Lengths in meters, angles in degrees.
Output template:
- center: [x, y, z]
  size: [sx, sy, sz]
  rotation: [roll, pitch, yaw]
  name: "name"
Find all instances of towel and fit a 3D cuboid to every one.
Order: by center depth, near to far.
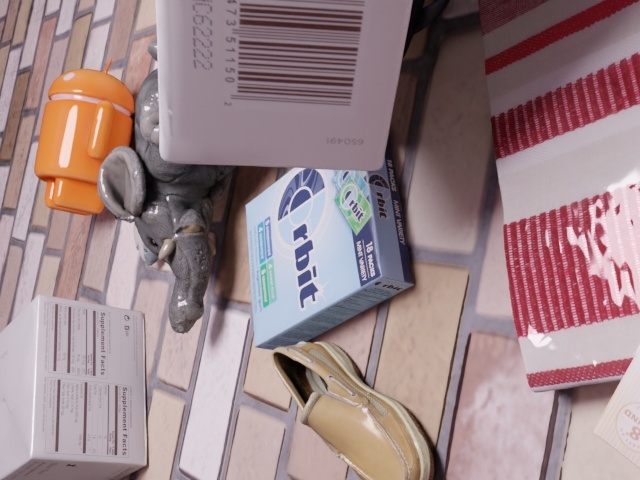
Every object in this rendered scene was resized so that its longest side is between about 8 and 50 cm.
- center: [0.213, -0.082, 0.535]
  size: [0.237, 0.037, 0.329]
  rotation: [-21, 64, 46]
  name: "towel"

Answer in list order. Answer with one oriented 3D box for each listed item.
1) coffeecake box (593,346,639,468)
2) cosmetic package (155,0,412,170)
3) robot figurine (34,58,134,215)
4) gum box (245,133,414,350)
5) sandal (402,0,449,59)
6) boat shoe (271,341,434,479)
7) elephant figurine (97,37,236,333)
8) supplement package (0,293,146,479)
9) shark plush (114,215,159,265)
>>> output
- center: [0.238, 0.055, 0.391]
  size: [0.142, 0.068, 0.186]
  rotation: [38, 117, 39]
  name: "coffeecake box"
- center: [-0.034, -0.285, 0.667]
  size: [0.453, 0.161, 0.230]
  rotation: [-93, 8, -46]
  name: "cosmetic package"
- center: [-0.338, -0.149, 1.215]
  size: [0.158, 0.128, 0.220]
  rotation: [53, -135, -81]
  name: "robot figurine"
- center: [0.000, 0.000, 0.786]
  size: [0.184, 0.041, 0.157]
  rotation: [-32, 54, 43]
  name: "gum box"
- center: [0.076, -0.208, 0.735]
  size: [0.255, 0.054, 0.097]
  rotation: [-66, 23, 4]
  name: "sandal"
- center: [0.015, 0.145, 0.693]
  size: [0.190, 0.072, 0.068]
  rotation: [37, 108, 51]
  name: "boat shoe"
- center: [-0.161, -0.058, 0.921]
  size: [0.186, 0.169, 0.239]
  rotation: [-79, 13, -60]
  name: "elephant figurine"
- center: [-0.350, 0.221, 1.097]
  size: [0.262, 0.145, 0.204]
  rotation: [-36, 52, 43]
  name: "supplement package"
- center: [-0.177, -0.040, 1.054]
  size: [0.161, 0.073, 0.067]
  rotation: [-37, 69, 15]
  name: "shark plush"
